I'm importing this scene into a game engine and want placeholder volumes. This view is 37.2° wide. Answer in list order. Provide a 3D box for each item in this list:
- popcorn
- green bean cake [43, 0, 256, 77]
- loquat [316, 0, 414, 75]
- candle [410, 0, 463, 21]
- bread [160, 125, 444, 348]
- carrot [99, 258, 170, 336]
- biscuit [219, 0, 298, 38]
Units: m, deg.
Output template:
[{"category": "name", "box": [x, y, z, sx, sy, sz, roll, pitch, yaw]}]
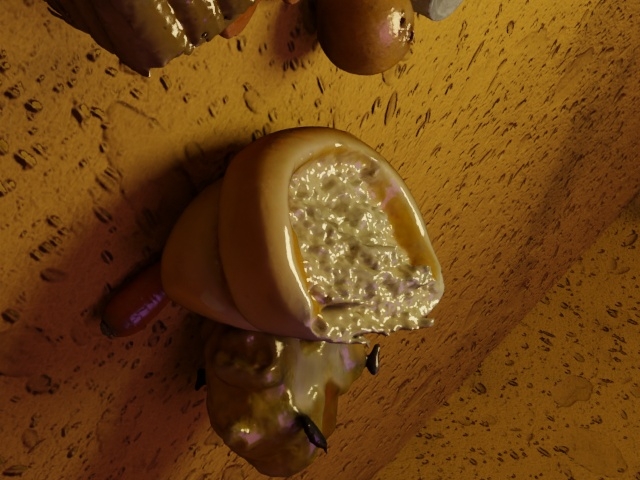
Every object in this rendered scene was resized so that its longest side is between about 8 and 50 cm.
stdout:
[{"category": "popcorn", "box": [-0.077, 0.223, 1.515, 0.316, 0.281, 0.297, 8, 82, -66]}, {"category": "green bean cake", "box": [-0.148, -0.277, 0.808, 0.230, 0.224, 0.131, -43, 153, -15]}, {"category": "loquat", "box": [0.058, -0.288, 1.241, 0.141, 0.141, 0.141, -40, 151, -28]}, {"category": "candle", "box": [0.196, -0.422, 1.387, 0.168, 0.068, 0.192, -34, 152, -37]}, {"category": "bread", "box": [-0.002, 0.026, 1.305, 0.245, 0.329, 0.424, -41, 162, 28]}, {"category": "carrot", "box": [-0.196, 0.043, 1.309, 0.271, 0.062, 0.066, -43, 119, -31]}, {"category": "biscuit", "box": [-0.067, -0.320, 1.022, 0.324, 0.049, 0.205, -48, 167, -51]}]
